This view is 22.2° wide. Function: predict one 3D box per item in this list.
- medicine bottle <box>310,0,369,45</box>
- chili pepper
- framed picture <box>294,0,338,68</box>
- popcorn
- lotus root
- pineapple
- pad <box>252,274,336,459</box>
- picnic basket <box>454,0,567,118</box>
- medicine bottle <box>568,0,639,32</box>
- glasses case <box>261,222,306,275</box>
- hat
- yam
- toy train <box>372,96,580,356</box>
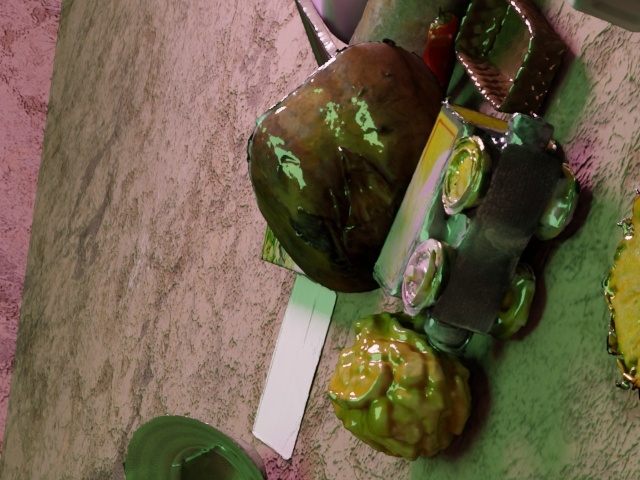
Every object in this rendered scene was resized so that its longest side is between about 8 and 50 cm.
[{"bbox_3d":[0.045,-0.359,2.111,0.152,0.152,0.254,-64,24,24],"label":"medicine bottle"},{"bbox_3d":[0.138,-0.199,1.889,0.045,0.027,0.178,-43,-27,-36],"label":"chili pepper"},{"bbox_3d":[0.027,-0.183,2.039,0.289,0.016,0.213,-114,2,-58],"label":"framed picture"},{"bbox_3d":[0.076,0.156,1.727,0.163,0.140,0.194,-59,24,23],"label":"popcorn"},{"bbox_3d":[0.058,-0.067,1.803,0.272,0.272,0.192,-63,37,27],"label":"lotus root"},{"bbox_3d":[0.309,0.042,1.322,0.225,0.076,0.225,-168,90,-68],"label":"pineapple"},{"bbox_3d":[-0.036,0.164,2.160,0.156,0.004,0.232,21,96,68],"label":"pad"},{"bbox_3d":[0.205,-0.209,1.758,0.193,0.055,0.110,-113,40,-56],"label":"picnic basket"},{"bbox_3d":[0.294,-0.368,1.563,0.179,0.124,0.324,-51,34,43],"label":"medicine bottle"},{"bbox_3d":[0.000,0.000,2.106,0.272,0.062,0.095,-161,81,-68],"label":"glasses case"},{"bbox_3d":[-0.128,0.317,2.128,0.110,0.252,0.252,-36,-16,-50],"label":"hat"},{"bbox_3d":[0.124,-0.287,1.921,0.330,0.133,0.133,122,153,-43],"label":"yam"},{"bbox_3d":[0.155,-0.019,1.649,0.261,0.134,0.177,-68,23,17],"label":"toy train"}]
